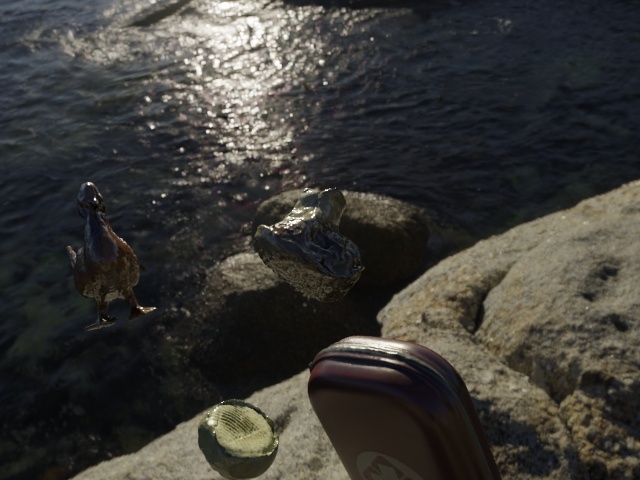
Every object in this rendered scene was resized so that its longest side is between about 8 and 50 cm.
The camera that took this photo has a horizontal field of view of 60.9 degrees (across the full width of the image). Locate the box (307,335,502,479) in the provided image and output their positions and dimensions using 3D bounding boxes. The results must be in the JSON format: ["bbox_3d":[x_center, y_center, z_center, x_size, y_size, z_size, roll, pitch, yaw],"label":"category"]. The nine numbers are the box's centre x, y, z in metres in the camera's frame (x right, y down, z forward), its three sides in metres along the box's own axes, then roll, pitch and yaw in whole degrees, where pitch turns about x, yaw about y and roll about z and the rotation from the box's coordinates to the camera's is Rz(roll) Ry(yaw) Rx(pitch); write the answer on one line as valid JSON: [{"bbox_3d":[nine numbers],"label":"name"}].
[{"bbox_3d":[0.134,0.321,0.816,0.263,0.404,0.108,-5,28,43],"label":"box"}]

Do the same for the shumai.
[{"bbox_3d":[-0.003,-0.002,0.641,0.145,0.145,0.116,20,70,30],"label":"shumai"}]

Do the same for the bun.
[{"bbox_3d":[-0.257,0.631,1.693,0.259,0.152,0.259,24,19,-9],"label":"bun"}]

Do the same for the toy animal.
[{"bbox_3d":[-0.286,0.022,0.708,0.089,0.179,0.188,-16,1,-28],"label":"toy animal"}]
